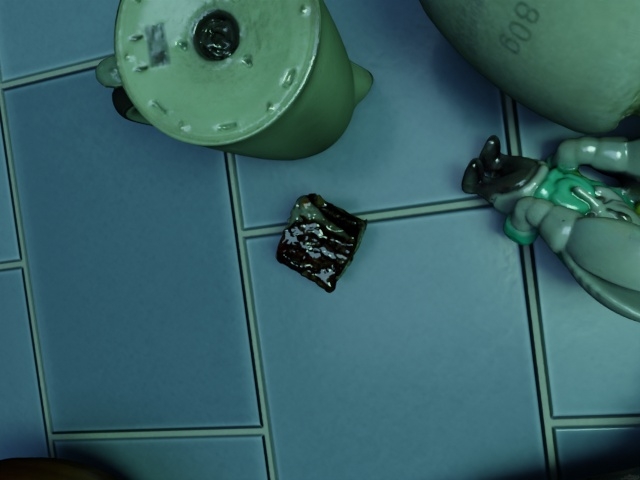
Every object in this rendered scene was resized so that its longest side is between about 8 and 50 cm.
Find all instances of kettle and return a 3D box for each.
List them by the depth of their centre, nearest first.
[{"bbox_3d":[-0.080,-0.157,0.509,0.240,0.255,0.165,-11,93,13],"label":"kettle"}]

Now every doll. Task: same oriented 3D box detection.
[{"bbox_3d":[0.261,-0.012,0.480,0.257,0.153,0.195,7,67,10],"label":"doll"}]

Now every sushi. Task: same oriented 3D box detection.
[{"bbox_3d":[0.000,0.000,0.579,0.084,0.098,0.094,28,97,10],"label":"sushi"}]

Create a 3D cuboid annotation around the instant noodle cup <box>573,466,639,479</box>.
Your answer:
[{"bbox_3d":[0.256,0.321,0.482,0.207,0.217,0.218,-18,89,22],"label":"instant noodle cup"}]

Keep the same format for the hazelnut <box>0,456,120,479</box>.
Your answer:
[{"bbox_3d":[-0.317,0.415,0.575,0.365,0.366,0.367,1,93,15],"label":"hazelnut"}]

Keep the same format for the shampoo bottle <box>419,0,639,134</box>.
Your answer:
[{"bbox_3d":[0.240,-0.246,0.387,0.317,0.322,0.323,29,100,17],"label":"shampoo bottle"}]
